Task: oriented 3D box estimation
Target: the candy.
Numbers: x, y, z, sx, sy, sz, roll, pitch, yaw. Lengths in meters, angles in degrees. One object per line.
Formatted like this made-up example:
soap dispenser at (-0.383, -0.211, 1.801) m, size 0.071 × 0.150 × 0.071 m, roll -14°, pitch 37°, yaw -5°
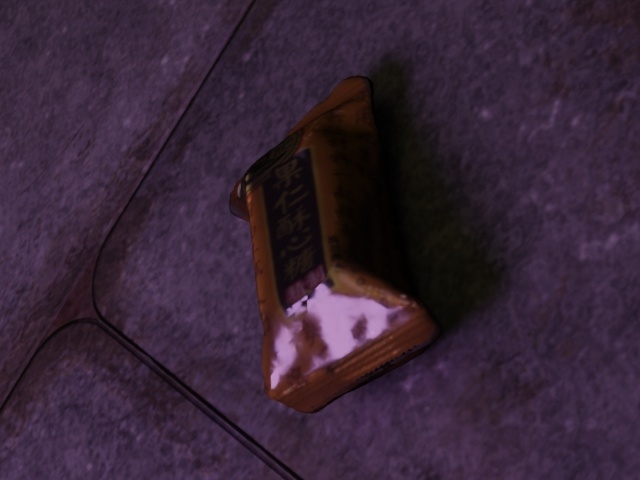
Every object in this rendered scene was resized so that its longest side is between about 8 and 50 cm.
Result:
candy at (0.000, 0.000, 1.325) m, size 0.143 × 0.101 × 0.271 m, roll -34°, pitch 39°, yaw 18°
